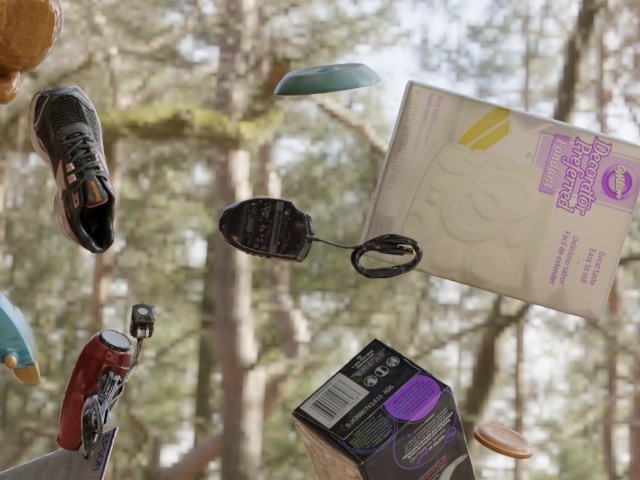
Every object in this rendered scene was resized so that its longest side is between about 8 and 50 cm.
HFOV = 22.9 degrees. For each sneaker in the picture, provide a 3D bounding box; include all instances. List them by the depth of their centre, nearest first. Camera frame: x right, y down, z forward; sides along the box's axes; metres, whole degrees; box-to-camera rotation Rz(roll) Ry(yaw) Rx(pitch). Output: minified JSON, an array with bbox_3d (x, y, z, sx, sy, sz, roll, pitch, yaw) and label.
[{"bbox_3d":[-0.230,-0.066,1.544,0.072,0.178,0.077,-25,33,-18],"label":"sneaker"}]

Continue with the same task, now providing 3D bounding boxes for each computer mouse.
[{"bbox_3d":[0.000,0.000,1.841,0.242,0.071,0.041,13,-7,-7],"label":"computer mouse"}]

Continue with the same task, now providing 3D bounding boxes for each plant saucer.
[{"bbox_3d":[0.007,-0.177,1.718,0.119,0.021,0.119,-7,12,1],"label":"plant saucer"},{"bbox_3d":[0.241,0.261,2.070,0.083,0.013,0.083,18,15,-5],"label":"plant saucer"}]

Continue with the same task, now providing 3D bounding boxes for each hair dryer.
[{"bbox_3d":[-0.321,0.217,2.186,0.080,0.224,0.293,27,-31,-5],"label":"hair dryer"}]

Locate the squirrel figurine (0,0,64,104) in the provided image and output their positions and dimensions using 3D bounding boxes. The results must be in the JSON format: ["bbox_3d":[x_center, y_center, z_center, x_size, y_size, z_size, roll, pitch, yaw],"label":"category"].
[{"bbox_3d":[-0.472,-0.277,1.678,0.370,0.281,0.397,22,4,9],"label":"squirrel figurine"}]

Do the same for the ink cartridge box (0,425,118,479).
[{"bbox_3d":[-0.419,0.456,2.267,0.330,0.324,0.071,-23,-51,33],"label":"ink cartridge box"}]

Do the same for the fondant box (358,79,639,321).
[{"bbox_3d":[0.240,-0.055,2.079,0.330,0.238,0.096,15,6,-2],"label":"fondant box"}]

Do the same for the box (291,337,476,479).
[{"bbox_3d":[0.093,0.292,2.083,0.143,0.165,0.270,32,-29,40],"label":"box"}]

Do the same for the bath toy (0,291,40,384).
[{"bbox_3d":[-0.497,0.164,1.787,0.348,0.151,0.129,-19,15,-5],"label":"bath toy"}]
